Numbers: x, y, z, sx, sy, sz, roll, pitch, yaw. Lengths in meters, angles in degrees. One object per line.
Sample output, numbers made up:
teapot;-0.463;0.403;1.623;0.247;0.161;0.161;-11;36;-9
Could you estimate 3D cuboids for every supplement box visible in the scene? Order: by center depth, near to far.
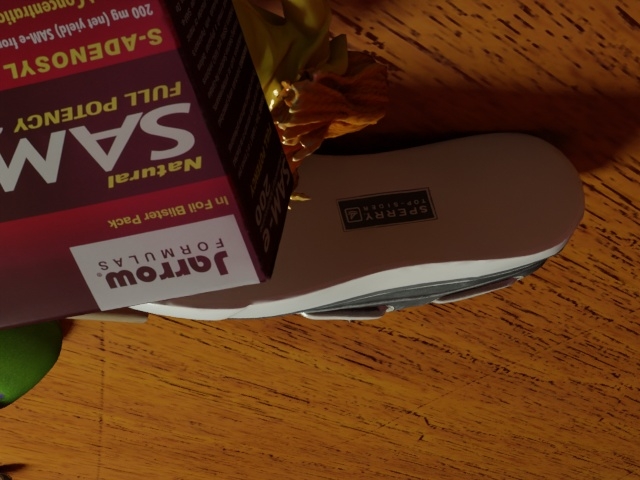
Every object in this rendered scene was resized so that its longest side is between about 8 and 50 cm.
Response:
supplement box;-0.107;-0.088;0.468;0.130;0.073;0.239;-11;123;14

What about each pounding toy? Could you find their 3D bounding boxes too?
pounding toy;-0.262;0.107;0.999;0.237;0.110;0.183;-22;152;36

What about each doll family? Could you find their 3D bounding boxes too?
doll family;-0.066;-0.063;0.622;0.163;0.118;0.263;11;152;-32

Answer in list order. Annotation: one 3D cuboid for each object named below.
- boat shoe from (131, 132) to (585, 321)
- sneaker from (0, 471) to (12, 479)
boat shoe;0.000;0.000;0.814;0.301;0.108;0.102;-8;156;-10
sneaker;-0.381;0.266;1.428;0.135;0.052;0.058;-15;151;23
